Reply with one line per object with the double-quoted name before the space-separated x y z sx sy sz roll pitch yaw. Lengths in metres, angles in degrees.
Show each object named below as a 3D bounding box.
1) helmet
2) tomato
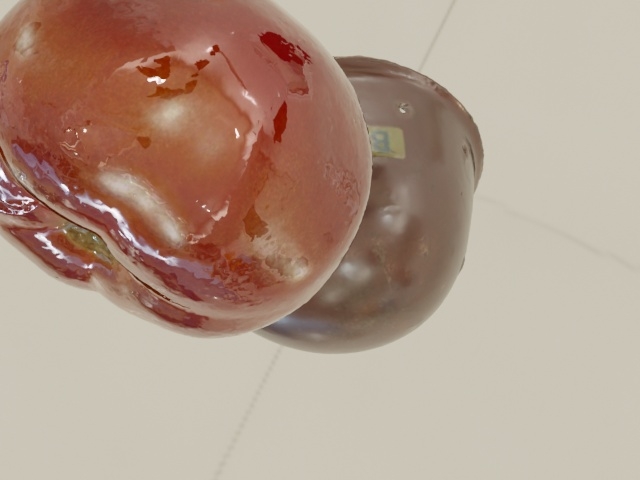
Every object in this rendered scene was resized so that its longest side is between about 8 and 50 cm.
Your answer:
"helmet" 0.000 0.000 1.735 0.385 0.337 0.230 0 49 -8
"tomato" -0.098 -0.069 1.125 0.298 0.298 0.226 30 64 8
